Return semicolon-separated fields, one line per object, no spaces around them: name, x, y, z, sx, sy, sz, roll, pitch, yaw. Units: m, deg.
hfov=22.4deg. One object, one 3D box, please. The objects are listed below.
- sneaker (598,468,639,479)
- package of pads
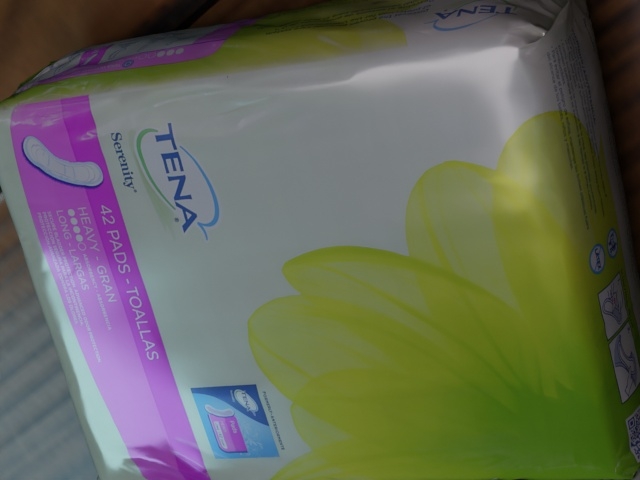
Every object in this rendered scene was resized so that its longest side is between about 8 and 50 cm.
sneaker;0.082;0.228;0.850;0.282;0.102;0.161;-24;105;30
package of pads;0.000;0.000;0.779;0.296;0.101;0.229;-5;112;24
